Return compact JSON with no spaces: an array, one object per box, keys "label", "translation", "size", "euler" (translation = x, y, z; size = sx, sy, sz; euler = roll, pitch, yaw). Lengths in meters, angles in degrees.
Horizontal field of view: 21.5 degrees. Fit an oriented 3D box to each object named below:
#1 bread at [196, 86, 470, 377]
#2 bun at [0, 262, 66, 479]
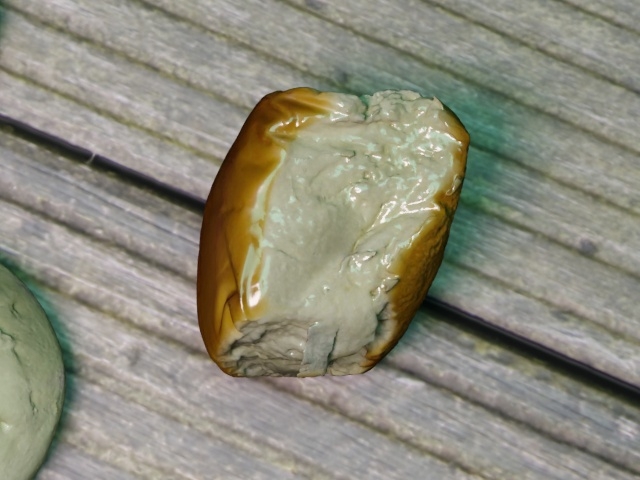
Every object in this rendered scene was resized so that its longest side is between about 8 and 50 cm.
[{"label":"bread","translation":[0.000,0.000,1.575],"size":[0.225,0.250,0.279],"euler":[15,76,-4]},{"label":"bun","translation":[-0.381,0.126,1.540],"size":[0.293,0.187,0.293],"euler":[1,73,-3]}]
